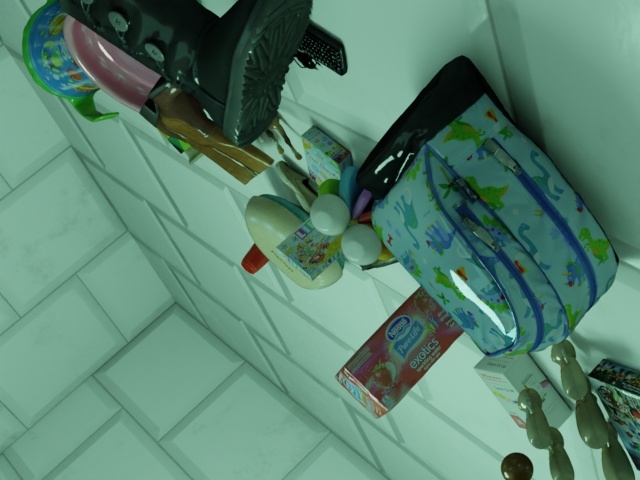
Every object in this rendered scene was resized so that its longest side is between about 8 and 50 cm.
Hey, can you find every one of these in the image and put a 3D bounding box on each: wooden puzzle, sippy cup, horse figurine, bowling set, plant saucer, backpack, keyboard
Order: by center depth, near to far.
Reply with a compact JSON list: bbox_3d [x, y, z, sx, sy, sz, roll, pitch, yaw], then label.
[{"bbox_3d":[0.222,-0.019,1.283,0.355,0.273,0.290,37,157,-5],"label":"backpack"},{"bbox_3d":[-0.033,-0.315,1.555,0.192,0.038,0.100,38,161,32],"label":"keyboard"},{"bbox_3d":[0.381,0.306,1.596,0.154,0.199,0.287,-86,-29,-62],"label":"bowling set"},{"bbox_3d":[-0.121,-0.253,1.831,0.174,0.066,0.263,52,177,35],"label":"horse figurine"},{"bbox_3d":[-0.367,-0.386,1.988,0.332,0.084,0.332,21,152,12],"label":"plant saucer"},{"bbox_3d":[-0.529,-0.444,2.198,0.224,0.240,0.305,7,146,49],"label":"sippy cup"},{"bbox_3d":[-0.384,-0.299,2.428,0.239,0.044,0.221,51,163,-8],"label":"wooden puzzle"}]

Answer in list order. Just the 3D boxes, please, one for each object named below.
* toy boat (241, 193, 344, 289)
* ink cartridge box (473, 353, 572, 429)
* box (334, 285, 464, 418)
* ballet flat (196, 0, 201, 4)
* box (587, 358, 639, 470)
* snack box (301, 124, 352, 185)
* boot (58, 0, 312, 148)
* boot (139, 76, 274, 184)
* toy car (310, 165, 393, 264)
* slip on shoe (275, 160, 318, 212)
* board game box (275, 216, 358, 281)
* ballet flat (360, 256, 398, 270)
[{"bbox_3d":[-0.078,-0.004,2.203,0.267,0.148,0.318,47,156,-13],"label":"toy boat"},{"bbox_3d":[0.364,0.265,1.792,0.198,0.067,0.115,52,163,-11],"label":"ink cartridge box"},{"bbox_3d":[0.160,0.205,1.836,0.122,0.257,0.128,44,163,6],"label":"box"},{"bbox_3d":[-0.302,-0.497,1.711,0.095,0.096,0.280,32,156,45],"label":"ballet flat"},{"bbox_3d":[0.530,0.300,1.505,0.159,0.044,0.233,19,147,58],"label":"box"},{"bbox_3d":[0.017,-0.140,1.811,0.100,0.037,0.141,39,160,26],"label":"snack box"},{"bbox_3d":[-0.244,-0.400,1.560,0.445,0.146,0.367,41,143,12],"label":"boot"},{"bbox_3d":[-0.219,-0.222,1.931,0.280,0.096,0.264,36,152,-10],"label":"boot"},{"bbox_3d":[0.083,-0.057,1.694,0.182,0.159,0.136,44,127,5],"label":"toy car"},{"bbox_3d":[-0.042,-0.120,2.001,0.051,0.041,0.135,2,-131,-56],"label":"slip on shoe"},{"bbox_3d":[0.000,0.000,1.956,0.103,0.154,0.026,38,161,29],"label":"board game box"},{"bbox_3d":[0.125,0.019,1.849,0.250,0.084,0.058,159,94,-76],"label":"ballet flat"}]
